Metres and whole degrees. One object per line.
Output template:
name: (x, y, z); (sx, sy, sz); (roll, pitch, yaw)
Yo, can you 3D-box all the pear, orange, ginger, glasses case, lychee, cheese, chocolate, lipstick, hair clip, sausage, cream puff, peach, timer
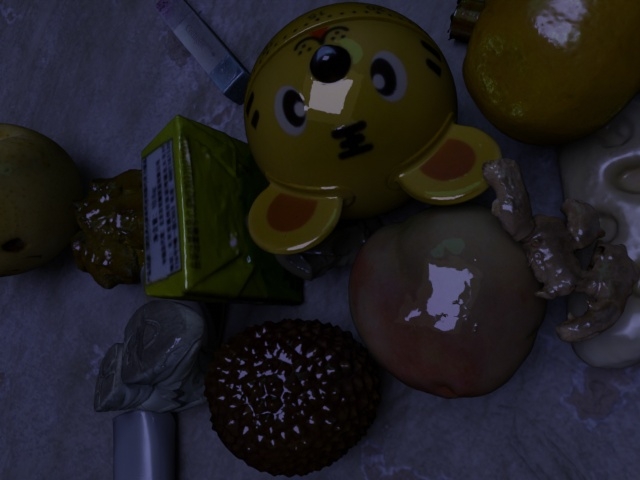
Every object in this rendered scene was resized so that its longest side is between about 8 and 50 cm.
pear: (-0.687, -0.087, 1.233); (0.349, 0.348, 0.347); (-5, 78, 23)
orange: (0.322, -0.269, 0.783); (0.235, 0.279, 0.278); (31, 94, 3)
ginger: (0.307, -0.006, 0.742); (0.150, 0.065, 0.258); (-26, 79, -20)
glasses case: (-0.339, 0.477, 1.102); (0.129, 0.083, 0.307); (-10, 76, 28)
lychee: (-0.037, 0.237, 0.916); (0.268, 0.267, 0.267); (-5, 78, 23)
cheese: (0.000, 0.000, 0.988); (0.176, 0.202, 0.090); (13, 114, 20)
chocolate: (-0.176, -0.030, 1.022); (0.137, 0.289, 0.300); (-16, 73, 32)
lipstick: (-0.252, -0.425, 1.250); (0.066, 0.068, 0.317); (-43, 65, 11)
hair clip: (-0.278, 0.113, 1.121); (0.173, 0.113, 0.281); (9, 121, 18)
sausage: (0.388, -0.322, 0.937); (0.372, 0.082, 0.082); (27, 91, 26)
cream puff: (-0.409, -0.026, 1.191); (0.245, 0.196, 0.244); (0, 60, 0)
peach: (0.184, 0.085, 0.850); (0.293, 0.247, 0.292); (-12, 49, 14)
cheese: (0.433, -0.027, 0.832); (0.351, 0.130, 0.328); (-43, 61, 10)
timer: (0.054, -0.171, 0.891); (0.377, 0.376, 0.386); (-24, 48, 18)

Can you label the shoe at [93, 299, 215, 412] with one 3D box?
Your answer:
shoe: (-0.245, 0.214, 1.006); (0.342, 0.211, 0.132); (-42, 44, 41)
